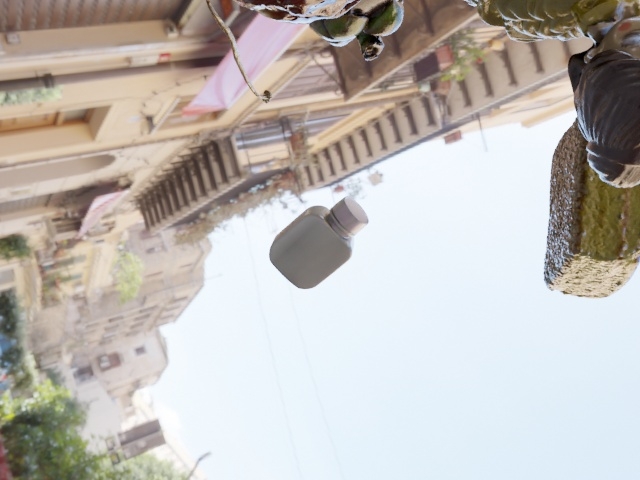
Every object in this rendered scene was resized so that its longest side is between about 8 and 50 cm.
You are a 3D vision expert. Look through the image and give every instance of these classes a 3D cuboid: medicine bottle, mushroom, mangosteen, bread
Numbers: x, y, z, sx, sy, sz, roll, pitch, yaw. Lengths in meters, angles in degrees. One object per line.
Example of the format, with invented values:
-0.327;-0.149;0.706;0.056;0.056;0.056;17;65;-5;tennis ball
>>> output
0.000;0.000;1.149;0.183;0.069;0.119;-40;-78;24;medicine bottle
-0.156;-0.350;1.211;0.026;0.028;0.286;18;-17;28;mushroom
0.055;-0.525;1.217;0.300;0.300;0.300;34;-49;49;mangosteen
0.380;-0.051;0.866;0.184;0.111;0.234;72;29;-69;bread

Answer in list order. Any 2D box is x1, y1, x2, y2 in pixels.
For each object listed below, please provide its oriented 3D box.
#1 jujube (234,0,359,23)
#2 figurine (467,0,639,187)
0.022;-0.417;0.678;0.258;0.258;0.376;39;-70;46;jujube
0.258;-0.205;0.589;0.168;0.187;0.315;-47;-142;33;figurine
